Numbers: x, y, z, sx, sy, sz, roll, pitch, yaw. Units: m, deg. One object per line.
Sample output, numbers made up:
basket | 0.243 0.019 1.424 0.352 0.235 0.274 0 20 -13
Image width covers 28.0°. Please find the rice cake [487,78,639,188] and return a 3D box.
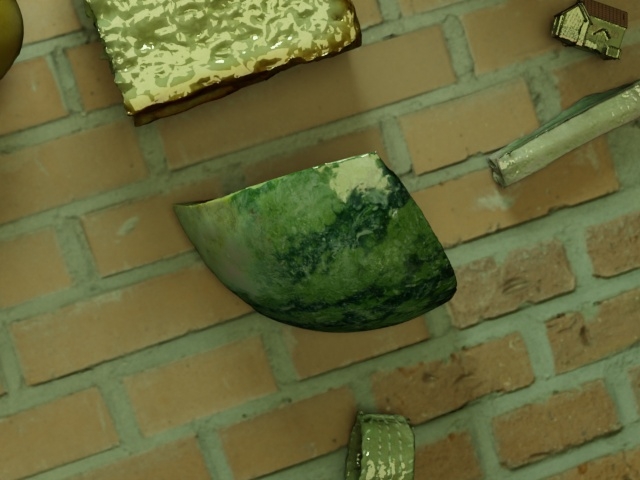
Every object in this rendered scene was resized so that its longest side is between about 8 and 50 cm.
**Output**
rice cake | 0.280 -0.120 1.422 0.206 0.036 0.047 -29 109 -8

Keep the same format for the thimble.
thimble | 0.063 0.239 1.372 0.062 0.084 0.110 8 78 -12

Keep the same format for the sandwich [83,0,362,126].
sandwich | -0.127 -0.305 1.278 0.262 0.131 0.325 -20 105 -8

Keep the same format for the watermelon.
watermelon | 0.000 0.000 1.327 0.260 0.176 0.256 -19 134 -10

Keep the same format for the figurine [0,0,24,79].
figurine | -0.416 -0.246 1.217 0.285 0.167 0.342 32 131 -13

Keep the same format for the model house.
model house | 0.295 -0.237 1.409 0.083 0.057 0.058 18 94 -9
